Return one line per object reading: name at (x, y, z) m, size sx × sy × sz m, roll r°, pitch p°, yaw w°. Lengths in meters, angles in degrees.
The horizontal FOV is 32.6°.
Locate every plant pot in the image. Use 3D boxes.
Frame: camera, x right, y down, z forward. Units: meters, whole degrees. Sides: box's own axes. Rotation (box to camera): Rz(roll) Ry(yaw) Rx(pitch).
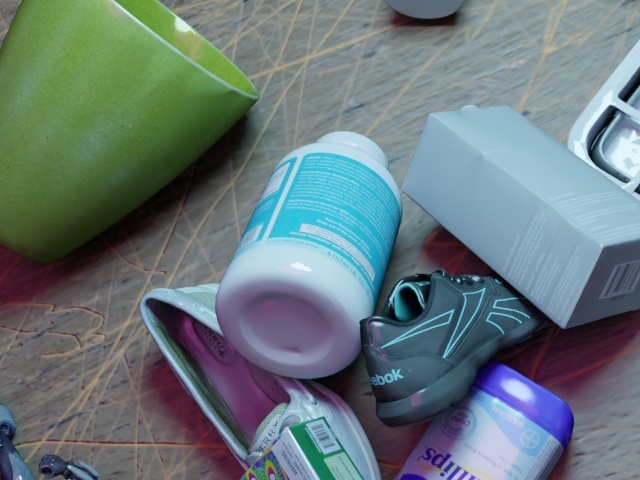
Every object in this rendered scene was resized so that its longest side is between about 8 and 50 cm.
plant pot at (-0.262, -0.129, 1.211) m, size 0.275 × 0.275 × 0.293 m, roll 44°, pitch 102°, yaw 26°

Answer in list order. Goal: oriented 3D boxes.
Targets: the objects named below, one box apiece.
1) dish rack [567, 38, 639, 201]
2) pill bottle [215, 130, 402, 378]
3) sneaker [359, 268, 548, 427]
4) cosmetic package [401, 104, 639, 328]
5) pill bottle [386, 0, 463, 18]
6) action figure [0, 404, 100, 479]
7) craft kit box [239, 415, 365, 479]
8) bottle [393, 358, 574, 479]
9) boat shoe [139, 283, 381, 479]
dish rack at (0.447, -0.093, 1.081) m, size 0.333 × 0.072 × 0.285 m, roll 35°, pitch 80°, yaw 25°
pill bottle at (0.000, 0.000, 1.089) m, size 0.146 × 0.146 × 0.264 m, roll 2°, pitch 39°, yaw 16°
sneaker at (0.132, 0.066, 1.021) m, size 0.101 × 0.267 × 0.106 m, roll -21°, pitch 100°, yaw 44°
cosmetic package at (0.205, -0.031, 1.058) m, size 0.238 × 0.127 × 0.107 m, roll 43°, pitch 129°, yaw 38°
pill bottle at (0.130, -0.374, 1.253) m, size 0.124 × 0.124 × 0.221 m, roll 3°, pitch 68°, yaw 17°
action figure at (-0.325, 0.273, 1.135) m, size 0.185 × 0.099 × 0.285 m, roll -42°, pitch 67°, yaw -9°
craft kit box at (-0.013, 0.328, 0.971) m, size 0.250 × 0.061 × 0.246 m, roll 55°, pitch 129°, yaw 24°
bottle at (0.121, 0.251, 1.019) m, size 0.118 × 0.092 × 0.283 m, roll 30°, pitch 79°, yaw 28°
boat shoe at (-0.065, 0.163, 1.082) m, size 0.118 × 0.103 × 0.320 m, roll -52°, pitch 59°, yaw 22°
